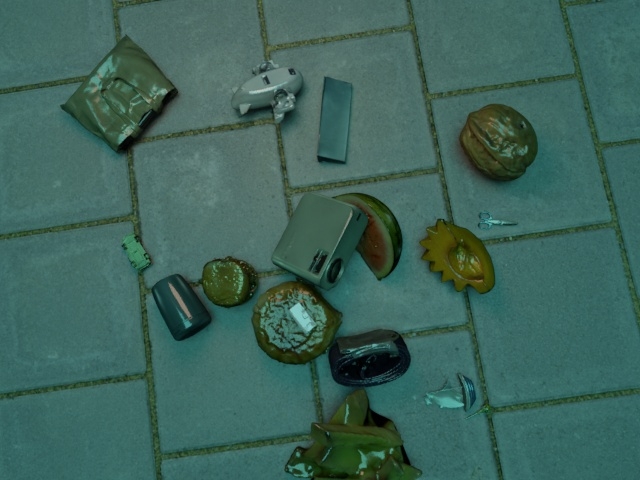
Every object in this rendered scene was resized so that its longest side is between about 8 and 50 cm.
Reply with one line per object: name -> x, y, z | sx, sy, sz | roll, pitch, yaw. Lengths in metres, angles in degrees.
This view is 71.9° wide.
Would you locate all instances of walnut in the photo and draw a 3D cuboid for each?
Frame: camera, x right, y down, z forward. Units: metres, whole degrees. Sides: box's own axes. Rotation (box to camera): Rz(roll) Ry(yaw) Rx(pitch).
walnut -> 0.533, -0.295, 1.319 | 0.198, 0.198, 0.245 | -42, 85, -4

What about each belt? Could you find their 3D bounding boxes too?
belt -> 0.138, 0.334, 1.284 | 0.231, 0.126, 0.139 | -12, 106, -1

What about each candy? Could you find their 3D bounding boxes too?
candy -> 0.463, 0.508, 1.300 | 0.083, 0.025, 0.023 | -29, 100, 4

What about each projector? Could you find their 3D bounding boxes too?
projector -> 0.000, 0.000, 1.302 | 0.198, 0.108, 0.250 | 21, 81, 36

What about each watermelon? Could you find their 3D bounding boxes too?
watermelon -> 0.177, -0.049, 1.358 | 0.128, 0.159, 0.303 | -26, 82, -40

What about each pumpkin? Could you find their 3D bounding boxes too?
pumpkin -> 0.410, 0.046, 1.338 | 0.130, 0.149, 0.254 | -38, 86, 40

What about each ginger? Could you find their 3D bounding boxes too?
ginger -> 0.086, 0.653, 1.202 | 0.359, 0.211, 0.413 | -27, 83, 0

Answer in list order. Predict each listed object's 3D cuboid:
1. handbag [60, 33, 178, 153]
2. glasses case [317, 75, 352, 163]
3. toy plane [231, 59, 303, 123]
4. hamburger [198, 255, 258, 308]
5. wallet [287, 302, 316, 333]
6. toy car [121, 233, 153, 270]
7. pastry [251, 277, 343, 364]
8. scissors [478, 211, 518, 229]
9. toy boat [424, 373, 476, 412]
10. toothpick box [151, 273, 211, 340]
handbag -> -0.637, -0.464, 1.421 | 0.253, 0.109, 0.315 | 41, 85, 2
glasses case -> 0.039, -0.382, 1.422 | 0.105, 0.056, 0.265 | 8, 82, -22
toy plane -> -0.169, -0.472, 1.406 | 0.245, 0.117, 0.244 | -3, 64, 6
hamburger -> -0.279, 0.126, 1.325 | 0.185, 0.131, 0.159 | 3, 91, 9
wallet -> -0.051, 0.218, 1.238 | 0.044, 0.011, 0.083 | -38, 86, 0
toy car -> -0.579, 0.035, 1.388 | 0.059, 0.035, 0.122 | -33, 74, -3
pastry -> -0.076, 0.243, 1.305 | 0.257, 0.121, 0.236 | 43, 90, 4
scissors -> 0.553, -0.057, 1.375 | 0.119, 0.014, 0.058 | 7, 87, 6
toy boat -> 0.391, 0.465, 1.300 | 0.149, 0.034, 0.105 | -32, 81, -3
toothpick box -> -0.422, 0.195, 1.321 | 0.120, 0.120, 0.184 | -35, 80, -3
